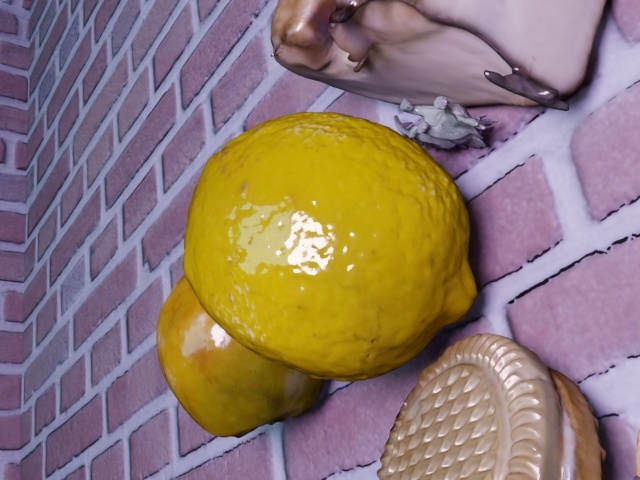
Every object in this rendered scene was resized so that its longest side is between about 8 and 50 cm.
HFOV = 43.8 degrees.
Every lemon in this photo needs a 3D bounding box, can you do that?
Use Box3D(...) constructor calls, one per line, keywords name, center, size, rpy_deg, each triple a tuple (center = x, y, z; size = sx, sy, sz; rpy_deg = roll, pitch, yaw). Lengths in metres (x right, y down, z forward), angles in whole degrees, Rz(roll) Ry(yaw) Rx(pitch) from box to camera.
Box3D(name="lemon", center=(0.000, 0.000, 0.758), size=(0.310, 0.253, 0.253), rpy_deg=(21, 102, 25))

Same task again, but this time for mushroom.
Box3D(name="mushroom", center=(0.125, -0.329, 0.743), size=(0.314, 0.224, 0.397), rpy_deg=(-163, 89, -71))

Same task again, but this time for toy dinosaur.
Box3D(name="toy dinosaur", center=(0.116, -0.111, 0.783), size=(0.209, 0.082, 0.039), rpy_deg=(-154, 78, -70))

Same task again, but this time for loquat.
Box3D(name="loquat", center=(-0.096, 0.101, 0.935), size=(0.213, 0.214, 0.246), rpy_deg=(-32, 69, 49))

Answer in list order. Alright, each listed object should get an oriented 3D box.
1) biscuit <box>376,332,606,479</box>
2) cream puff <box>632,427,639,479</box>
Box3D(name="biscuit", center=(0.123, 0.201, 0.642), size=(0.259, 0.079, 0.259), rpy_deg=(-58, 17, 29))
Box3D(name="cream puff", center=(0.270, 0.139, 0.445), size=(0.189, 0.130, 0.189), rpy_deg=(11, 103, 57))
